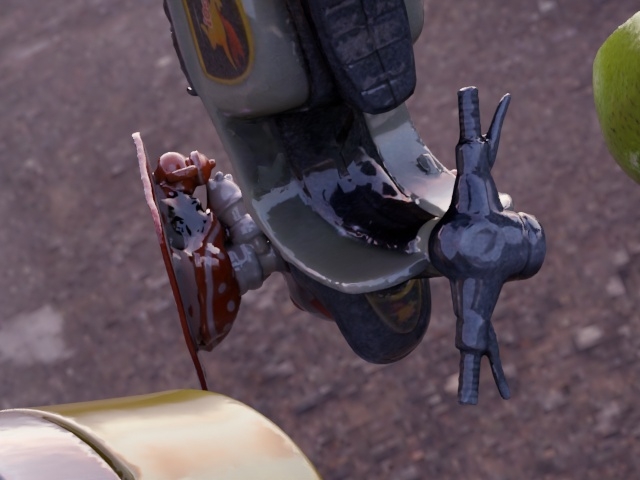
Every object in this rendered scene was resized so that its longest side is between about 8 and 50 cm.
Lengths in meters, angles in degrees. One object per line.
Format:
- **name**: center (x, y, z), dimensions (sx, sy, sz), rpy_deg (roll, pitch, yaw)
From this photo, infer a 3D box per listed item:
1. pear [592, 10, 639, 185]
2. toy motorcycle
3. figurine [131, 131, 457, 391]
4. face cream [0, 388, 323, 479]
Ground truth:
- **pear**: center (0.400, -0.146, 1.676), dimensions (0.292, 0.292, 0.159), rpy_deg (-15, 68, 21)
- **toy motorcycle**: center (0.009, -0.059, 0.676), dimensions (0.091, 0.263, 0.157), rpy_deg (-28, 25, -21)
- **figurine**: center (0.000, 0.000, 1.276), dimensions (0.226, 0.183, 0.160), rpy_deg (-15, 34, -3)
- **face cream**: center (-0.114, 0.185, 0.835), dimensions (0.218, 0.218, 0.179), rpy_deg (-2, 0, 41)
